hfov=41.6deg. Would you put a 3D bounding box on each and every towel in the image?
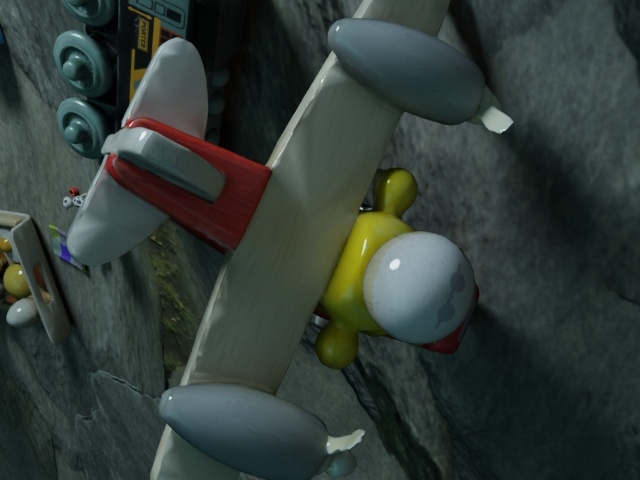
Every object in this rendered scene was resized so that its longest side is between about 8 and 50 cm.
[{"bbox_3d":[-0.408,0.012,1.360,0.083,0.009,0.060,29,133,26],"label":"towel"}]

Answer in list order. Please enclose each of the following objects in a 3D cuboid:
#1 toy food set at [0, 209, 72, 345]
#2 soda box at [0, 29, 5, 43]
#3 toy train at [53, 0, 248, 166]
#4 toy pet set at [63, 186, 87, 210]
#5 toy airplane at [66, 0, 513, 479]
[{"bbox_3d":[-0.574,0.061,1.485,0.306,0.092,0.220,7,121,40],"label":"toy food set"},{"bbox_3d":[-0.519,-0.367,1.168,0.067,0.071,0.210,8,121,39],"label":"soda box"},{"bbox_3d":[-0.186,-0.192,0.932,0.190,0.142,0.334,28,133,14],"label":"toy train"},{"bbox_3d":[-0.350,-0.003,1.253,0.114,0.065,0.122,18,127,35],"label":"toy pet set"},{"bbox_3d":[0.000,0.000,0.690,0.272,0.384,0.386,20,127,46],"label":"toy airplane"}]
